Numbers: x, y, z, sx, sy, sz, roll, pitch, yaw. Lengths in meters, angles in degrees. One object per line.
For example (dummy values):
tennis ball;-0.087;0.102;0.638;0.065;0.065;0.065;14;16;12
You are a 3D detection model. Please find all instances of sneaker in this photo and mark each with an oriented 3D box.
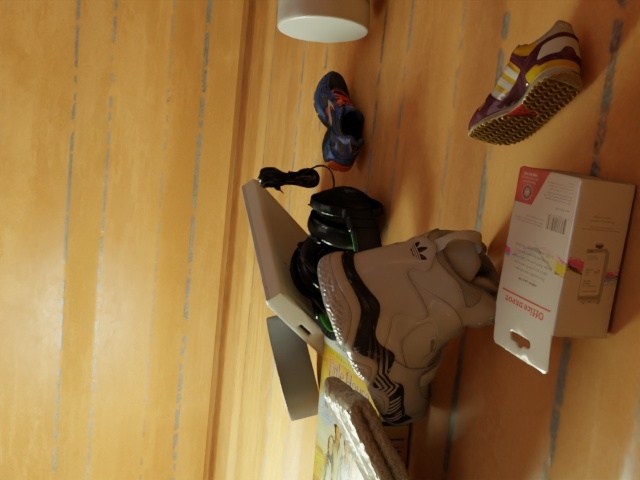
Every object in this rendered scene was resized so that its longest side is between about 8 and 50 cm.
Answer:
sneaker;0.047;-0.243;1.493;0.087;0.083;0.221;-41;51;47
sneaker;0.236;-0.177;0.888;0.185;0.069;0.084;144;136;-61
sneaker;0.145;0.119;1.009;0.366;0.210;0.137;61;-168;-47

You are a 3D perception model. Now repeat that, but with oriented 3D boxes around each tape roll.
tape roll;-0.053;0.256;1.576;0.219;0.072;0.219;166;90;-86

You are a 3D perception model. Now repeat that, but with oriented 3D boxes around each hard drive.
hard drive;-0.061;0.055;1.568;0.047;0.233;0.353;-31;41;13

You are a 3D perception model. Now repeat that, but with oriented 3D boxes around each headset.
headset;0.000;0.000;1.390;0.394;0.185;0.243;-106;26;-44

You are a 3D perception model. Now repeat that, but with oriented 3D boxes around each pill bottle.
pill bottle;0.015;-0.567;1.415;0.204;0.204;0.361;-178;91;-73

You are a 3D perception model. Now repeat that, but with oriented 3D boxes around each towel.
towel;0.090;0.329;1.081;0.282;0.049;0.187;64;169;-3

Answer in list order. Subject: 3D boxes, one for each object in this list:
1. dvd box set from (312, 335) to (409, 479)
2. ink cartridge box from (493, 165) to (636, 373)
dvd box set;0.061;0.392;1.334;0.307;0.062;0.421;-158;72;-71
ink cartridge box;0.247;0.029;0.797;0.115;0.067;0.198;-143;60;-70
